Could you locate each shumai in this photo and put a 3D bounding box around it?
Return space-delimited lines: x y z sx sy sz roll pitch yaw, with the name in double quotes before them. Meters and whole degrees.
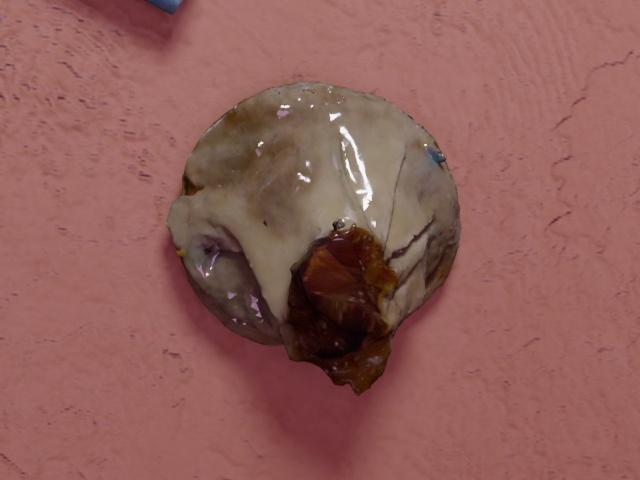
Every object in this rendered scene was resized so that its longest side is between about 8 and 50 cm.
"shumai" 0.000 0.000 1.241 0.201 0.120 0.201 -1 105 -6

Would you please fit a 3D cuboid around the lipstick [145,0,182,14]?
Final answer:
"lipstick" -0.153 -0.202 1.216 0.158 0.048 0.048 28 97 -11
